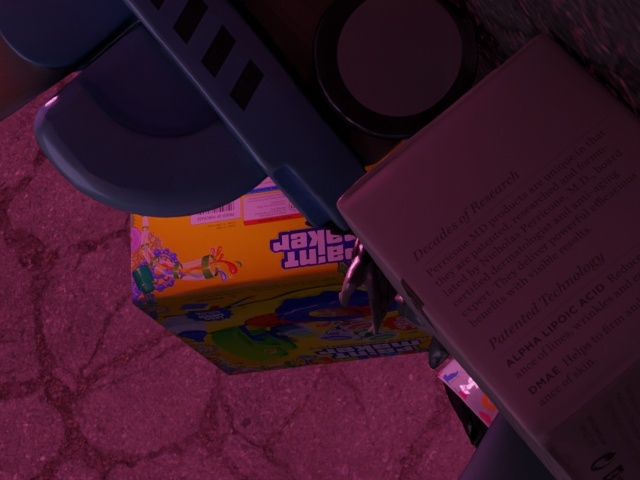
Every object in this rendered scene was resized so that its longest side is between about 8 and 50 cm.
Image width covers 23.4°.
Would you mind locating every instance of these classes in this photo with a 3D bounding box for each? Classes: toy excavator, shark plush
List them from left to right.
[{"bbox_3d":[-0.178,-0.122,1.060,0.433,0.445,0.222,49,179,-4],"label":"toy excavator"},{"bbox_3d":[0.111,0.054,1.319,0.067,0.073,0.161,49,163,6],"label":"shark plush"}]

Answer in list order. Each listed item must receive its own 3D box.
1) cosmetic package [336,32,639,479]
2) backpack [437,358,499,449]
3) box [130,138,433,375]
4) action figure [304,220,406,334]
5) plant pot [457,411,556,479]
[{"bbox_3d":[0.136,0.022,0.837,0.184,0.151,0.151,50,179,34],"label":"cosmetic package"},{"bbox_3d":[0.261,0.203,1.792,0.225,0.191,0.253,46,-175,41],"label":"backpack"},{"bbox_3d":[0.000,0.000,1.503,0.279,0.289,0.177,49,-144,-65],"label":"box"},{"bbox_3d":[0.089,0.012,1.162,0.164,0.141,0.275,5,174,-22],"label":"action figure"},{"bbox_3d":[0.211,0.190,1.038,0.272,0.255,0.271,50,179,1],"label":"plant pot"}]
